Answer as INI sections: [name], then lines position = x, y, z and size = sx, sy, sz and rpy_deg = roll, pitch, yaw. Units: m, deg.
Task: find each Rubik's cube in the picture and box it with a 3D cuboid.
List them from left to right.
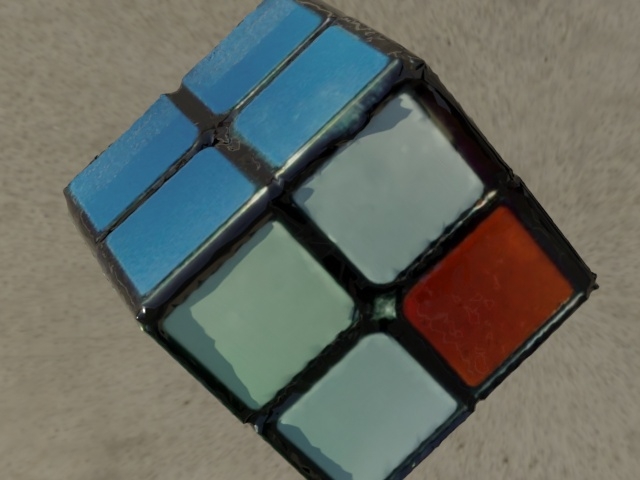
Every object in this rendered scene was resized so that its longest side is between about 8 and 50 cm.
[Rubik's cube]
position = 0.000, 0.000, 0.743
size = 0.183, 0.167, 0.180
rpy_deg = -42, 121, -2
